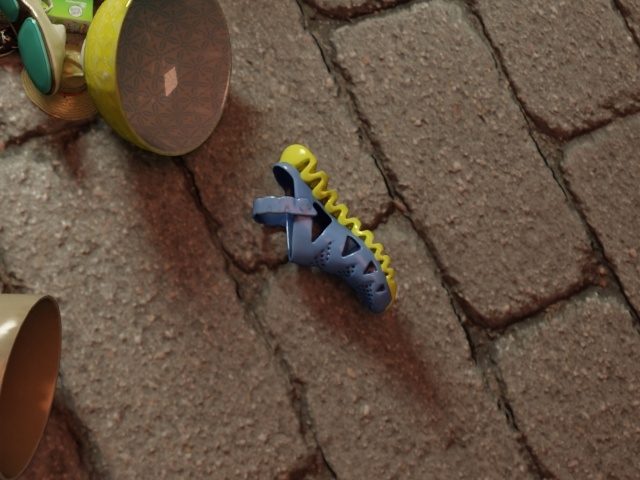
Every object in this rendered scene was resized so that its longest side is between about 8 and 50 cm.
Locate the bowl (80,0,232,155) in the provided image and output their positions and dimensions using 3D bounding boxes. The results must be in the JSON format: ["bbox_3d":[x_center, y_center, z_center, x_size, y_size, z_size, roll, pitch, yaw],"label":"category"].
[{"bbox_3d":[-0.286,-0.284,1.468,0.156,0.289,0.289,9,67,28],"label":"bowl"}]

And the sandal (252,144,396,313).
[{"bbox_3d":[0.000,0.000,1.532,0.138,0.126,0.317,-36,81,-20],"label":"sandal"}]

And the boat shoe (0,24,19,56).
[{"bbox_3d":[-0.495,-0.328,1.488,0.125,0.038,0.046,-10,78,-16],"label":"boat shoe"}]

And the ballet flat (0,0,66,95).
[{"bbox_3d":[-0.445,-0.344,1.441,0.086,0.086,0.248,-25,85,-23],"label":"ballet flat"}]

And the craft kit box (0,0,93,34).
[{"bbox_3d":[-0.497,-0.477,1.524,0.250,0.061,0.246,5,72,-17],"label":"craft kit box"}]

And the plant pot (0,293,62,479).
[{"bbox_3d":[-0.527,0.180,1.256,0.274,0.256,0.256,9,72,1],"label":"plant pot"}]

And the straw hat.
[{"bbox_3d":[-0.409,-0.269,1.492,0.144,0.061,0.144,5,73,-17],"label":"straw hat"}]
